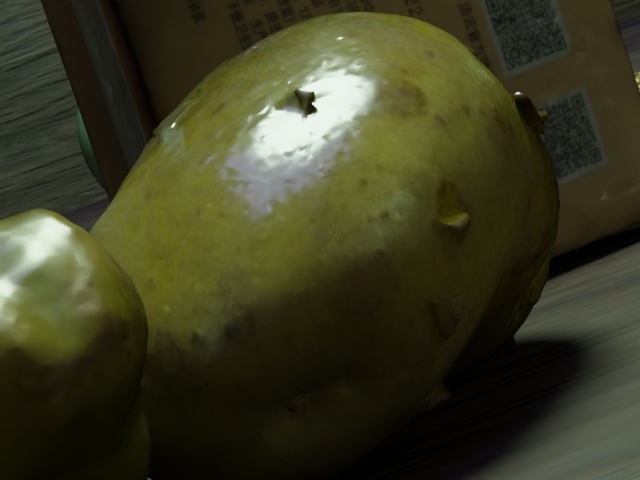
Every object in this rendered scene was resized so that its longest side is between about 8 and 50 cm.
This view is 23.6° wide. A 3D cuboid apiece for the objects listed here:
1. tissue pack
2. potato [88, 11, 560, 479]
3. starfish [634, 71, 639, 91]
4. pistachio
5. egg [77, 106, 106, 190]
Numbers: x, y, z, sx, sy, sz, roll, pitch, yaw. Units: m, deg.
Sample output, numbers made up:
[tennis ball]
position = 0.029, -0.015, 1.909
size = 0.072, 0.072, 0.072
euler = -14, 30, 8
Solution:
[tissue pack]
position = -0.019, -0.118, 0.686
size = 0.238, 0.306, 0.238
euler = -18, 7, 2
[potato]
position = 0.000, 0.000, 0.462
size = 0.137, 0.137, 0.176
euler = -15, 10, 28
[starfish]
position = 0.250, -0.110, 0.955
size = 0.235, 0.062, 0.277
euler = -12, 11, 32
[pistachio]
position = -0.113, 0.063, 0.383
size = 0.189, 0.100, 0.110
euler = -19, 26, 31
[egg]
position = -0.095, -0.116, 1.337
size = 0.282, 0.203, 0.203
euler = -16, 6, 46
